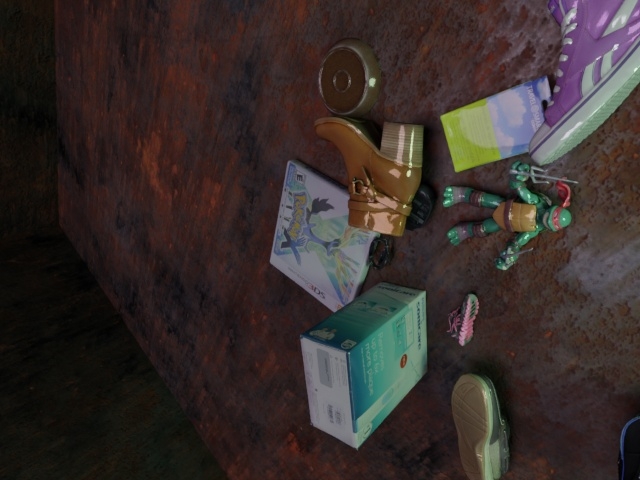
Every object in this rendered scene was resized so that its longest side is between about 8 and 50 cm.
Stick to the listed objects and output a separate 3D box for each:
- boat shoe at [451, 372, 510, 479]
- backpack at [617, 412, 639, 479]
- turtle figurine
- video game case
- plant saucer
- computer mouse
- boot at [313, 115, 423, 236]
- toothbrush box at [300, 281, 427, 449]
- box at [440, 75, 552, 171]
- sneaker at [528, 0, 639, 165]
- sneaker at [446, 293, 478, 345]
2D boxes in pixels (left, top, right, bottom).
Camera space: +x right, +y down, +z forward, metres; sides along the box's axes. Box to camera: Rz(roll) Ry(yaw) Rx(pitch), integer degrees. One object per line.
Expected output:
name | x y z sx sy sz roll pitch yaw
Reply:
boat shoe | 0.346 0.392 0.862 0.102 0.092 0.286 25 129 63
backpack | 0.552 0.331 0.629 0.158 0.116 0.174 1 108 43
turtle figurine | 0.322 -0.040 0.694 0.234 0.118 0.176 9 98 57
video game case | 0.000 0.000 1.061 0.299 0.036 0.329 34 126 28
plant saucer | 0.052 -0.343 0.882 0.168 0.029 0.169 18 118 38
computer mouse | 0.171 -0.026 0.890 0.071 0.041 0.242 38 130 8
boot | 0.084 -0.141 0.859 0.283 0.109 0.221 20 112 36
toothbrush box | 0.108 0.246 0.879 0.126 0.295 0.217 9 111 39
box | 0.305 -0.193 0.698 0.178 0.042 0.109 -12 99 43
sneaker | 0.362 -0.255 0.577 0.161 0.102 0.282 45 114 25
sneaker | 0.291 0.160 0.857 0.057 0.047 0.120 29 124 45
